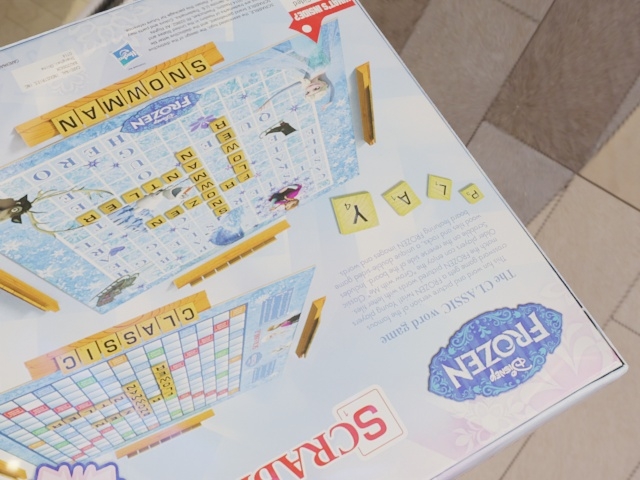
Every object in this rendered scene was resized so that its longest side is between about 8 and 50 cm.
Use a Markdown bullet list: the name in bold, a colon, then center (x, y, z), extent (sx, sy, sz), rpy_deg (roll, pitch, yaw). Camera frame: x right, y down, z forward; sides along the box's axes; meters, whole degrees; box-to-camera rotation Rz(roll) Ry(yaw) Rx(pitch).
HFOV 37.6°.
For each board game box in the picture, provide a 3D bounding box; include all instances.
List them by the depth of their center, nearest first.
- **board game box**: center (-0.061, 0.017, 0.497), extent (0.319, 0.066, 0.318), rpy_deg (-25, 70, -19)
